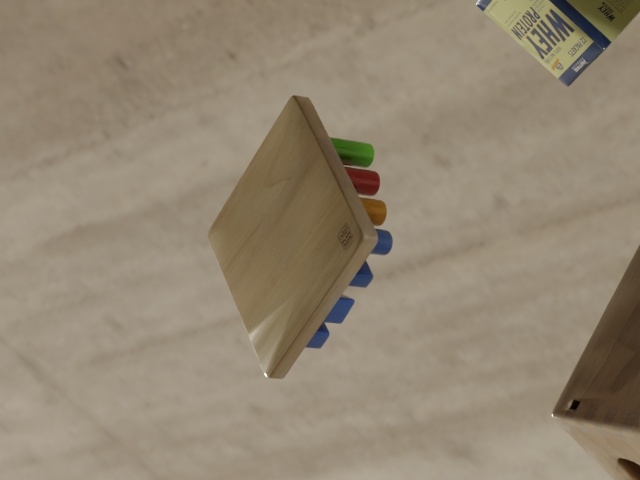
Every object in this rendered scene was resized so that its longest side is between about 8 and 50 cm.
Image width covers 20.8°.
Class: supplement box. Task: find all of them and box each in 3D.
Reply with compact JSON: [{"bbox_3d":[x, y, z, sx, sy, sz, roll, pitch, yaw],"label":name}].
[{"bbox_3d":[0.162,-0.161,1.115,0.083,0.083,0.056,-47,178,-27],"label":"supplement box"}]

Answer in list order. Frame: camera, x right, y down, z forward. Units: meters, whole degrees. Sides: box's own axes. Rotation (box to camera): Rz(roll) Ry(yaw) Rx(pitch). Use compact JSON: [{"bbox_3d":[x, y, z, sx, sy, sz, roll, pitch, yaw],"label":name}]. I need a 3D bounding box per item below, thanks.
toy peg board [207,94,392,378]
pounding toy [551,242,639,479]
[{"bbox_3d":[0.000,0.000,1.378,0.161,0.079,0.160,-57,-137,34],"label":"toy peg board"},{"bbox_3d":[0.212,0.132,0.987,0.094,0.181,0.206,7,-121,49],"label":"pounding toy"}]
